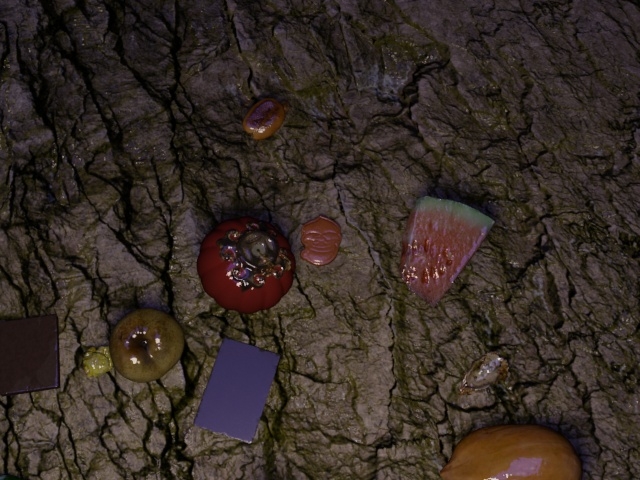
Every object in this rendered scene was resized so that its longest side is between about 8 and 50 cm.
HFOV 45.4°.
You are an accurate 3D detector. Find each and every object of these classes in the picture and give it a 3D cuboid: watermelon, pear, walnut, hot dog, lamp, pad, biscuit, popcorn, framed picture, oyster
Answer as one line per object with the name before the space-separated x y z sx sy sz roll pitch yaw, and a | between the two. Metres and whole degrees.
watermelon | 0.275 0.031 1.820 0.193 0.140 0.257 23 77 2
pear | -0.382 0.228 1.686 0.167 0.136 0.167 1 72 -4
walnut | 0.394 0.475 1.590 0.297 0.203 0.203 3 67 -3
hot dog | -0.139 -0.320 1.976 0.090 0.060 0.140 33 76 7
lamp | -0.170 0.057 1.737 0.226 0.227 0.227 1 67 -2
pad | -0.187 0.335 1.723 0.143 0.003 0.211 17 67 5
biscuit | 0.000 0.000 1.865 0.102 0.019 0.130 9 66 0
popcorn | -0.494 0.271 1.707 0.068 0.060 0.083 16 38 34
framed picture | -0.655 0.258 1.722 0.127 0.023 0.168 -7 68 -7
oyster | 0.369 0.304 1.750 0.132 0.029 0.086 -13 62 -5

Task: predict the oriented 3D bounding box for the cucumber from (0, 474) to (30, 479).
cucumber | -0.607 0.531 1.592 0.250 0.056 0.056 18 67 2
